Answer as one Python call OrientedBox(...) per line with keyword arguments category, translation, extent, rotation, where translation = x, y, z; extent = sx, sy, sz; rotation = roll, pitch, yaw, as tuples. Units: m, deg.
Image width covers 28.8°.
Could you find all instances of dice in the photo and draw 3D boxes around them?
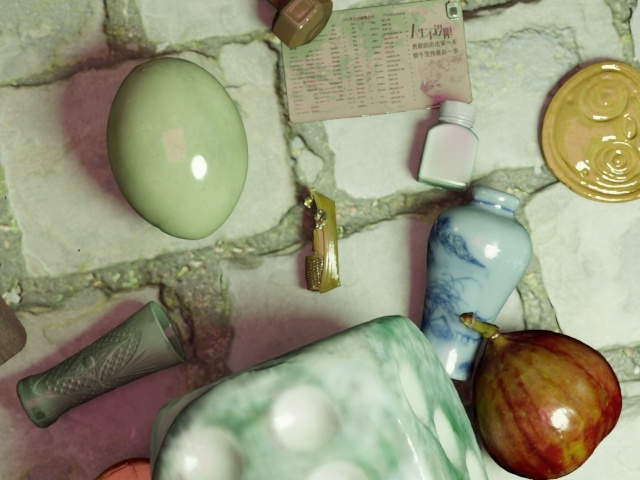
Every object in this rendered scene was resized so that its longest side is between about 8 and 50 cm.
OrientedBox(category="dice", translation=(0.007, 0.293, 1.519), extent=(0.330, 0.348, 0.328), rotation=(-24, 85, 17))

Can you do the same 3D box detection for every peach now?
OrientedBox(category="peach", translation=(-0.257, 0.358, 1.662), extent=(0.151, 0.118, 0.151), rotation=(-5, 123, -7))

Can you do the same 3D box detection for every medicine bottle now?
OrientedBox(category="medicine bottle", translation=(0.181, -0.132, 1.737), extent=(0.074, 0.055, 0.118), rotation=(12, 86, 2))

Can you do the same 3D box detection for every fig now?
OrientedBox(category="fig", translation=(0.271, 0.186, 1.641), extent=(0.204, 0.186, 0.249), rotation=(-35, 84, -29))

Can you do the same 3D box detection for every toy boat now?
OrientedBox(category="toy boat", translation=(0.000, 0.000, 1.729), extent=(0.049, 0.047, 0.149), rotation=(-3, 85, 0))

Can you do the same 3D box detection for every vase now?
OrientedBox(category="vase", translation=(-0.302, 0.174, 1.695), extent=(0.219, 0.096, 0.096), rotation=(-28, 85, 0))

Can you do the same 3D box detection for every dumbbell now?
OrientedBox(category="dumbbell", translation=(-0.086, -0.370, 1.747), extent=(0.231, 0.082, 0.092), rotation=(44, 88, 5))

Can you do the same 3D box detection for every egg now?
OrientedBox(category="egg", translation=(-0.191, -0.124, 1.673), extent=(0.186, 0.186, 0.253), rotation=(-17, 84, -1))

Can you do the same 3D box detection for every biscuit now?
OrientedBox(category="biscuit", translation=(0.453, -0.157, 1.748), extent=(0.289, 0.044, 0.202), rotation=(-6, 84, 2))

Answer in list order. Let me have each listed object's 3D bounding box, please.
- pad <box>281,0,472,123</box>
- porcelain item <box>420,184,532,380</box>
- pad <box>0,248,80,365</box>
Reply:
OrientedBox(category="pad", translation=(0.079, -0.258, 1.775), extent=(0.265, 0.009, 0.159), rotation=(-7, 85, 0))
OrientedBox(category="porcelain item", translation=(0.202, 0.055, 1.684), extent=(0.141, 0.141, 0.259), rotation=(16, 93, 2))
OrientedBox(category="pad", translation=(-0.472, 0.044, 1.697), extent=(0.323, 0.055, 0.250), rotation=(-35, 95, 18))
